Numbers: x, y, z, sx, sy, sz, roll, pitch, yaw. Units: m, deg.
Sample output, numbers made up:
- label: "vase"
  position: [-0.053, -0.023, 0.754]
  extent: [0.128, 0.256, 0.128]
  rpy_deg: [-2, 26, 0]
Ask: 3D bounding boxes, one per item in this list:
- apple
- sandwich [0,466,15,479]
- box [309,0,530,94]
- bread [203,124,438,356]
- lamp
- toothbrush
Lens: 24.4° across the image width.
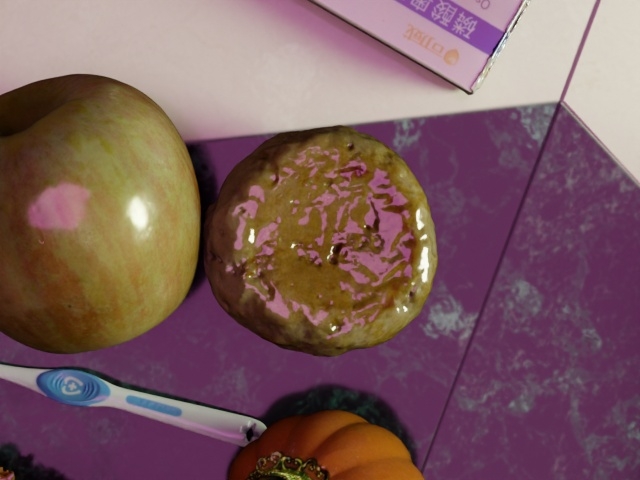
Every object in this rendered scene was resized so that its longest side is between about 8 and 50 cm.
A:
- label: "apple"
  position: [-0.234, -0.023, 1.393]
  extent: [0.257, 0.257, 0.234]
  rpy_deg: [-25, 119, 1]
- label: "sandwich"
  position: [-0.337, 0.346, 1.475]
  extent: [0.292, 0.109, 0.212]
  rpy_deg: [-34, 85, -1]
- label: "box"
  position: [0.053, -0.313, 1.459]
  extent: [0.343, 0.065, 0.200]
  rpy_deg: [30, 92, -1]
- label: "bread"
  position: [0.000, 0.000, 1.439]
  extent: [0.230, 0.123, 0.230]
  rpy_deg: [0, 88, -7]
- label: "lamp"
  position: [0.002, 0.273, 1.421]
  extent: [0.223, 0.196, 0.223]
  rpy_deg: [-12, 67, 30]
- label: "toothbrush"
  position: [-0.241, 0.153, 1.503]
  extent: [0.386, 0.040, 0.040]
  rpy_deg: [16, 93, -4]
